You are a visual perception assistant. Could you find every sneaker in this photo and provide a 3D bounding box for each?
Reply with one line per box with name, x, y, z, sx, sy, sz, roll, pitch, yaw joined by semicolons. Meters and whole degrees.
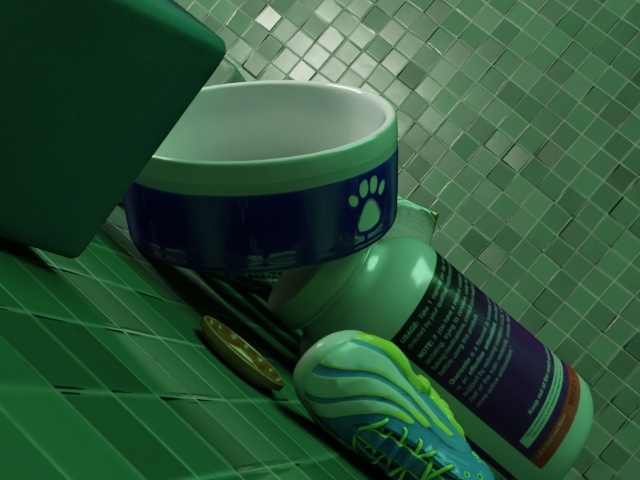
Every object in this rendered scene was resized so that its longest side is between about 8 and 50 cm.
sneaker;0.078;0.161;0.870;0.240;0.091;0.126;41;1;-44

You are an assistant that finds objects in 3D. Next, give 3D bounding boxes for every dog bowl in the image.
dog bowl;-0.058;-0.069;1.025;0.265;0.265;0.104;-138;-140;-59

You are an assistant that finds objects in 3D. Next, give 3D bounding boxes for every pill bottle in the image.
pill bottle;0.108;0.121;1.092;0.323;0.181;0.181;41;1;-12

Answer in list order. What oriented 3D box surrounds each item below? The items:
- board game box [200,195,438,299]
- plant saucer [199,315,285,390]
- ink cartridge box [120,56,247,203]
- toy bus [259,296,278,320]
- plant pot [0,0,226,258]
board game box;0.000;0.000;1.200;0.243;0.165;0.042;23;-23;-14
plant saucer;-0.063;0.091;0.851;0.083;0.013;0.083;41;2;-1
ink cartridge box;-0.214;-0.168;1.288;0.197;0.198;0.270;41;0;5
toy bus;-0.030;0.046;1.318;0.202;0.104;0.191;14;-31;45
plant pot;-0.202;-0.114;0.575;0.165;0.165;0.234;41;9;21
